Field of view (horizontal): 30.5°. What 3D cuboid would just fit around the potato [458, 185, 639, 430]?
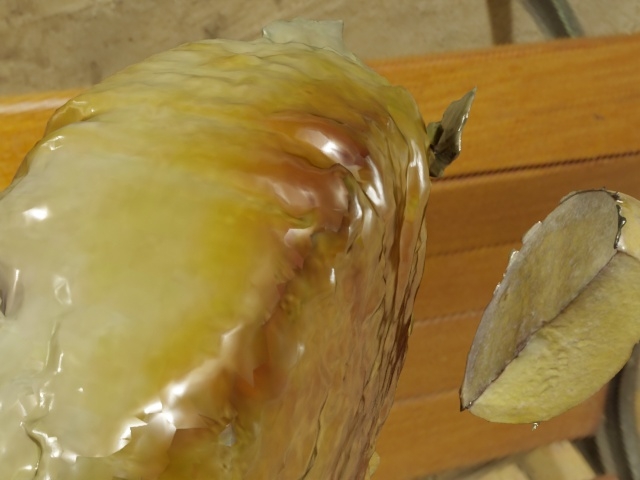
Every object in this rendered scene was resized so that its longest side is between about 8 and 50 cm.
[{"bbox_3d":[0.223,0.054,1.050,0.098,0.138,0.243,25,125,-17],"label":"potato"}]

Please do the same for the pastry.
[{"bbox_3d":[-0.050,0.076,0.475,0.136,0.329,0.329,17,128,13],"label":"pastry"}]
